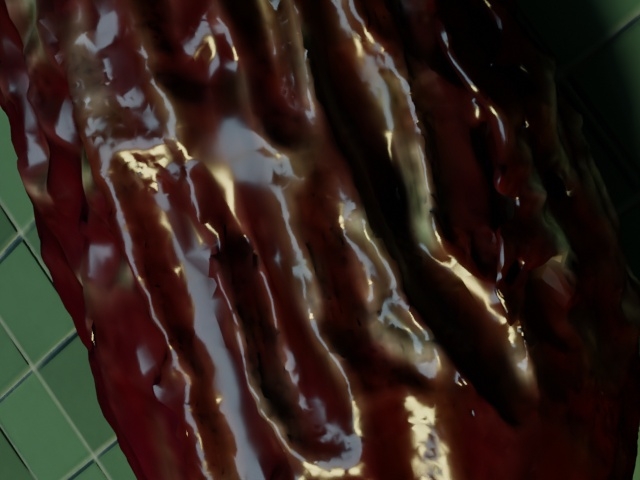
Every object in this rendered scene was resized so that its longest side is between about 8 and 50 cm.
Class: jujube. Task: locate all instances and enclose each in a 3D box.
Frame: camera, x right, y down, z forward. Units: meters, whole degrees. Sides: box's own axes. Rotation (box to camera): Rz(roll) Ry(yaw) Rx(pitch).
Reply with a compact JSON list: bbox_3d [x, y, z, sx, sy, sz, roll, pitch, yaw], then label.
[{"bbox_3d":[0.000,0.000,0.821,0.258,0.258,0.377,-6,100,43],"label":"jujube"}]
